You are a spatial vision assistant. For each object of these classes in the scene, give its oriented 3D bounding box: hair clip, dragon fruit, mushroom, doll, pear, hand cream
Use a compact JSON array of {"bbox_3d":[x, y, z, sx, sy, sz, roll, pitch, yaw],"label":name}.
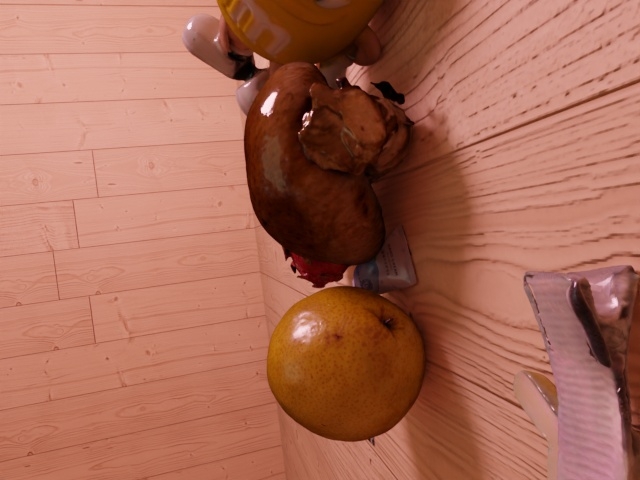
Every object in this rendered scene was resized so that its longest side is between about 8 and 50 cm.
[{"bbox_3d":[0.176,0.128,0.285,0.159,0.071,0.218,148,120,-77],"label":"hair clip"},{"bbox_3d":[0.000,0.000,0.799,0.133,0.136,0.166,93,-175,-66],"label":"dragon fruit"},{"bbox_3d":[0.000,-0.097,0.571,0.283,0.195,0.263,126,130,-60],"label":"mushroom"},{"bbox_3d":[-0.071,-0.332,0.588,0.423,0.348,0.161,93,-160,-64],"label":"doll"},{"bbox_3d":[0.037,0.158,0.574,0.209,0.209,0.209,173,90,-76],"label":"pear"},{"bbox_3d":[0.089,0.044,0.637,0.142,0.053,0.084,133,130,-59],"label":"hand cream"}]

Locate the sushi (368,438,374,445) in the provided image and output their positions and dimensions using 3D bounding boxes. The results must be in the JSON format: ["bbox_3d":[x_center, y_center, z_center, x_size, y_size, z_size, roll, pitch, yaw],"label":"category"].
[{"bbox_3d":[0.050,0.300,0.913,0.193,0.040,0.210,166,97,-75],"label":"sushi"}]

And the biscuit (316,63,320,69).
[{"bbox_3d":[-0.009,-0.460,0.746,0.306,0.043,0.284,-107,9,-49],"label":"biscuit"}]
